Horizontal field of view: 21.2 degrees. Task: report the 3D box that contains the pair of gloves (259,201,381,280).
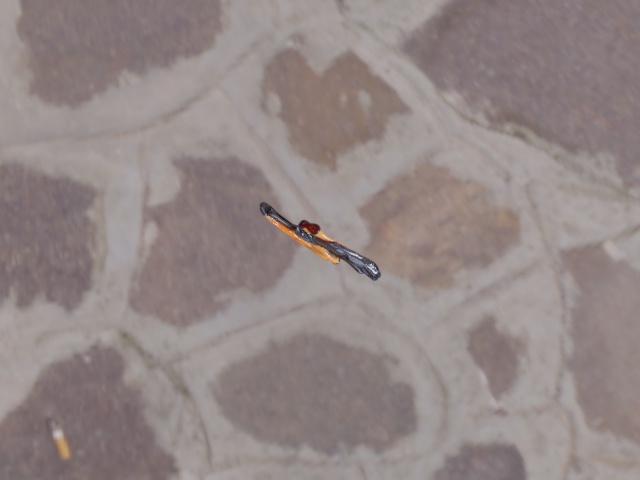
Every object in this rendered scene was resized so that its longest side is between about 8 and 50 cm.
[{"bbox_3d":[0.000,0.000,1.116,0.074,0.083,0.010,36,81,-37],"label":"pair of gloves"}]
